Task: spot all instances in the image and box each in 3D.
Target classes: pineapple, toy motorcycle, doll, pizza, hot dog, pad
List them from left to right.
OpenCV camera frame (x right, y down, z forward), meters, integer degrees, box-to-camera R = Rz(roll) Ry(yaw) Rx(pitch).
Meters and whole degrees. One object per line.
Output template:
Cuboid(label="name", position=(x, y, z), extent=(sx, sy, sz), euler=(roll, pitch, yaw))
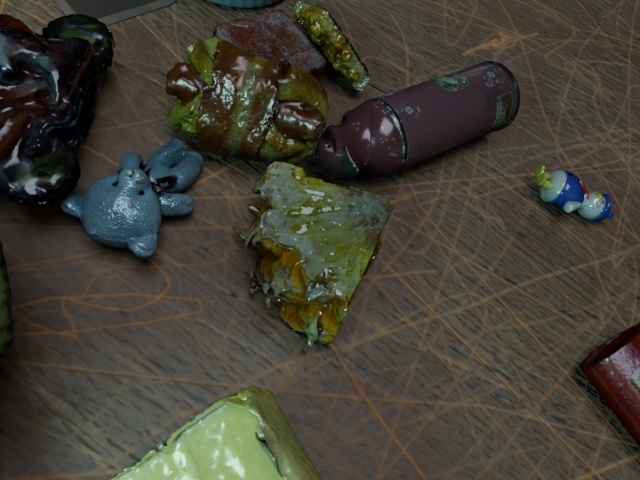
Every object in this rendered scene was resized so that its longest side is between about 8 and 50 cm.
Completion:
Cuboid(label="toy motorcycle", position=(-0.359, -0.118, 0.534), extent=(0.206, 0.134, 0.402), euler=(6, 60, -13))
Cuboid(label="pad", position=(-0.363, -0.436, 0.777), extent=(0.176, 0.002, 0.266), euler=(-35, 77, -29))
Cuboid(label="doll", position=(-0.203, -0.066, 0.584), extent=(0.120, 0.075, 0.180), euler=(30, 58, 5))
Cuboid(label="hot dog", position=(-0.094, -0.175, 0.633), extent=(0.212, 0.103, 0.146), euler=(14, 92, 5))
Cuboid(label="pineapple", position=(0.000, 0.000, 0.591), extent=(0.185, 0.115, 0.237), euler=(-8, 63, -20))
Cuboid(label="pizza", position=(0.012, -0.303, 0.755), extent=(0.041, 0.131, 0.178), euler=(-39, 92, 7))
Cuboid(label="doll", position=(0.397, -0.069, 0.776), extent=(0.142, 0.058, 0.099), euler=(28, 44, -7))

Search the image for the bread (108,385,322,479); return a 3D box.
Cuboid(label="bread", position=(-0.082, 0.280, 0.379), extent=(0.235, 0.198, 0.264), euler=(-28, 72, -19))

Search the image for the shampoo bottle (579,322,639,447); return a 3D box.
Cuboid(label="shampoo bottle", position=(0.459, 0.257, 0.607), extent=(0.118, 0.076, 0.314), euler=(-24, 72, -29))

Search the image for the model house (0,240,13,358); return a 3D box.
Cuboid(label="model house", position=(-0.336, 0.011, 0.242), extent=(0.320, 0.266, 0.262), euler=(-3, 90, -34))

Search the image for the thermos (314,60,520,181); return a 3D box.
Cuboid(label="thermos", position=(0.129, -0.177, 0.721), extent=(0.330, 0.110, 0.136), euler=(-25, 72, -26))

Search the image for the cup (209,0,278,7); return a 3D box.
Cuboid(label="cup", position=(-0.137, -0.574, 0.736), extent=(0.256, 0.311, 0.331), euler=(-25, 72, -27))

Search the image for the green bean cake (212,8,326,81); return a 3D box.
Cuboid(label="green bean cake", position=(-0.077, -0.271, 0.742), extent=(0.135, 0.056, 0.135), euler=(-30, 74, -28))
